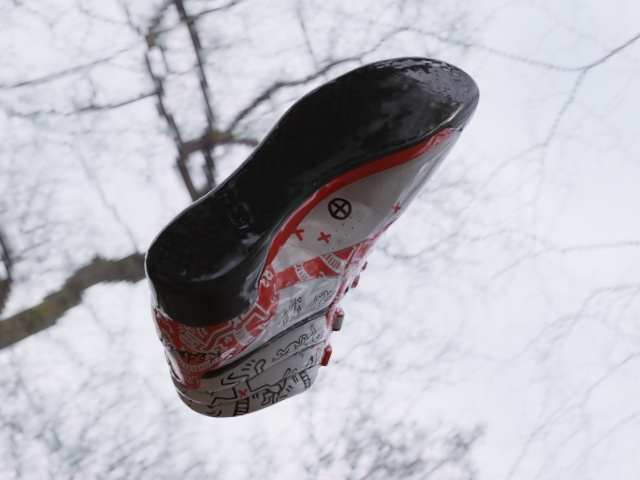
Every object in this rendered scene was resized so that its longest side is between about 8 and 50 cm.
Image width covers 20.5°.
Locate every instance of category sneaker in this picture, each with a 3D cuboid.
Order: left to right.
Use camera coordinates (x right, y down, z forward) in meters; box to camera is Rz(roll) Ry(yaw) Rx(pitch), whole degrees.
[{"bbox_3d":[-0.001,0.000,1.129,0.090,0.270,0.145,31,-36,29],"label":"sneaker"}]
